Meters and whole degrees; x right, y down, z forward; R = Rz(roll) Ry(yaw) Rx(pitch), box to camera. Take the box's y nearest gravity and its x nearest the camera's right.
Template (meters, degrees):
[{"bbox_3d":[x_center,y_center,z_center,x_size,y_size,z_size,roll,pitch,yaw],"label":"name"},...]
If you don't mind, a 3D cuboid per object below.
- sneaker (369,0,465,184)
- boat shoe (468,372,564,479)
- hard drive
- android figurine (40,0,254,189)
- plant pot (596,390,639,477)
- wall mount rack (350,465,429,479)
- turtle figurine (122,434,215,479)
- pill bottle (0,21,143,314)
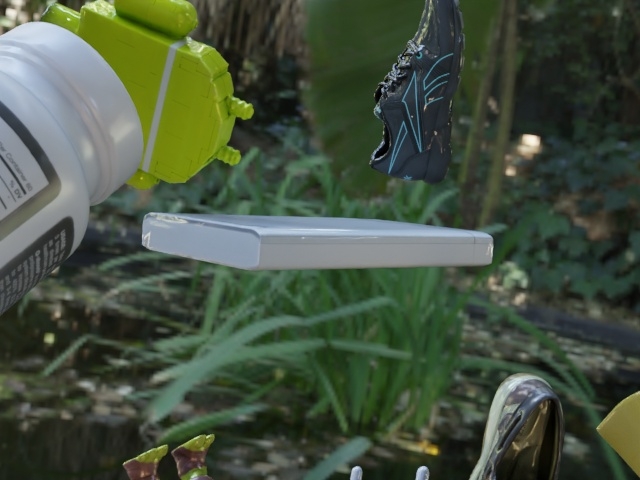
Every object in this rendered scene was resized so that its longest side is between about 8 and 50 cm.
[{"bbox_3d":[0.127,-0.201,1.531,0.106,0.267,0.101,5,18,-3],"label":"sneaker"},{"bbox_3d":[0.188,0.242,1.136,0.080,0.223,0.073,11,4,-7],"label":"boat shoe"},{"bbox_3d":[0.000,0.000,1.395,0.353,0.047,0.233,0,6,-40],"label":"hard drive"},{"bbox_3d":[-0.208,-0.173,1.367,0.273,0.248,0.056,23,30,11],"label":"android figurine"},{"bbox_3d":[0.372,0.199,1.289,0.081,0.083,0.081,-16,50,-34],"label":"plant pot"},{"bbox_3d":[0.037,0.476,1.709,0.304,0.130,0.350,-40,10,-27],"label":"wall mount rack"},{"bbox_3d":[-0.124,0.330,1.294,0.270,0.217,0.087,-11,-20,-31],"label":"turtle figurine"},{"bbox_3d":[-0.326,-0.022,0.967,0.210,0.210,0.363,12,41,34],"label":"pill bottle"}]
